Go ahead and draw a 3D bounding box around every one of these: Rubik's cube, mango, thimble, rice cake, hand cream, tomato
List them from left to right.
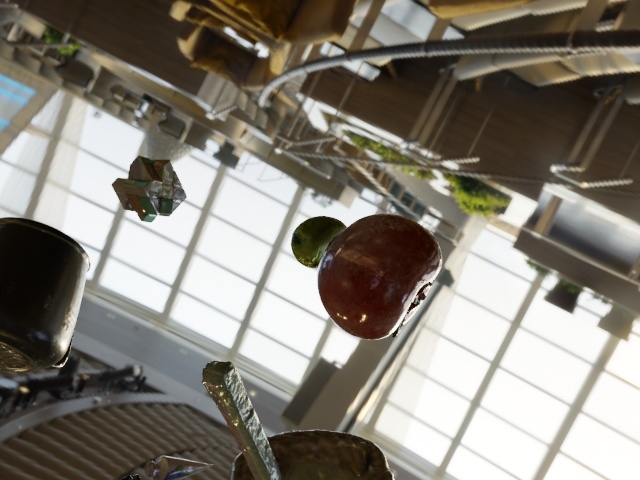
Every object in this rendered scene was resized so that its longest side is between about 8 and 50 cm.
[{"bbox_3d":[-0.227,-0.065,0.850,0.075,0.073,0.084,-9,126,40],"label":"Rubik's cube"},{"bbox_3d":[-0.296,0.475,1.355,0.142,0.084,0.053,26,-137,-46],"label":"hand cream"},{"bbox_3d":[-0.085,0.215,0.748,0.033,0.033,0.207,1,127,26],"label":"rice cake"},{"bbox_3d":[-0.013,0.376,0.941,0.229,0.148,0.196,-6,-163,-9],"label":"thimble"},{"bbox_3d":[-0.001,-0.001,1.593,0.100,0.119,0.178,21,-154,40],"label":"mango"},{"bbox_3d":[0.112,0.069,1.351,0.227,0.270,0.270,36,-177,14],"label":"tomato"}]

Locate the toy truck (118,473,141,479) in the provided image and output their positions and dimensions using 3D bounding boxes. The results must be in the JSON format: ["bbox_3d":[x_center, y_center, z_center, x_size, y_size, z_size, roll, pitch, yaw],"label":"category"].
[{"bbox_3d":[-0.372,0.531,1.310,0.065,0.079,0.147,-19,-159,-27],"label":"toy truck"}]

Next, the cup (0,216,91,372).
[{"bbox_3d":[-0.395,0.084,0.881,0.169,0.176,0.223,1,147,11],"label":"cup"}]
